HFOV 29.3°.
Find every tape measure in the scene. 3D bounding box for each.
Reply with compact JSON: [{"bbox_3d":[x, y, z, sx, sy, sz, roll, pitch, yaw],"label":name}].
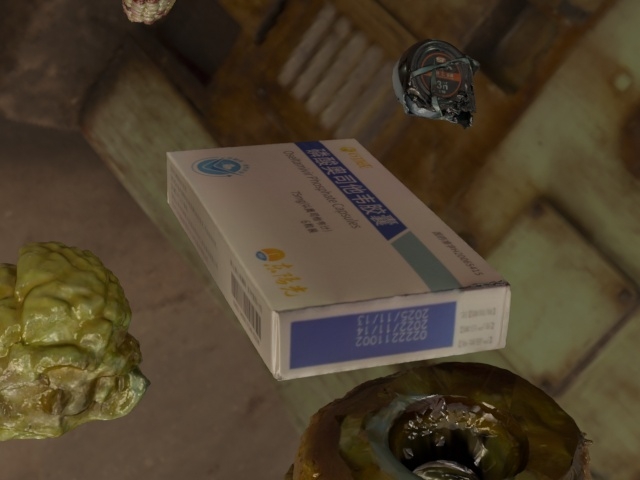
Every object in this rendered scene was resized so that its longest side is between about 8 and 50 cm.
[{"bbox_3d":[0.126,-0.173,1.323,0.094,0.091,0.054,16,161,-21],"label":"tape measure"}]

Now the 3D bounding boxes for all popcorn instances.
[{"bbox_3d":[-0.224,0.087,0.994,0.142,0.173,0.173,-5,137,-33],"label":"popcorn"}]

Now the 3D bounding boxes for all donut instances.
[{"bbox_3d":[0.130,0.249,1.260,0.330,0.330,0.160,-22,143,-35],"label":"donut"}]

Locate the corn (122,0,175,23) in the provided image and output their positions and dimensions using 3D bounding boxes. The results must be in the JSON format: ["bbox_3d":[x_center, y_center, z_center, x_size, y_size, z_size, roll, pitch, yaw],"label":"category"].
[{"bbox_3d":[-0.209,-0.371,1.553,0.092,0.092,0.280,-29,160,-25],"label":"corn"}]

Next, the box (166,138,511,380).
[{"bbox_3d":[0.000,0.000,1.074,0.200,0.343,0.065,-5,116,-19],"label":"box"}]
